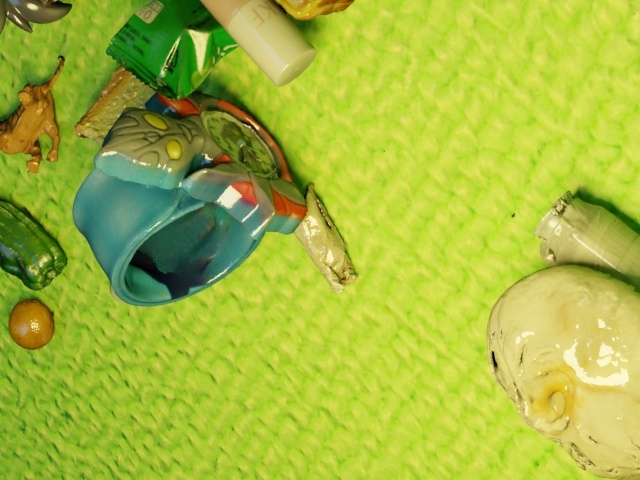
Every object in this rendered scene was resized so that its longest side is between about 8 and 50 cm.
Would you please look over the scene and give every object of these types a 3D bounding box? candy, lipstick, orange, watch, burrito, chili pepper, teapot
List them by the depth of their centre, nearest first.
[{"bbox_3d":[0.338,0.036,1.506,0.200,0.077,0.107,41,146,17],"label":"teapot"},{"bbox_3d":[-0.111,-0.307,1.633,0.254,0.070,0.070,49,128,10],"label":"lipstick"},{"bbox_3d":[-0.163,-0.275,1.686,0.141,0.203,0.078,44,164,8],"label":"candy"},{"bbox_3d":[-0.205,-0.039,1.705,0.274,0.305,0.241,-48,59,29],"label":"watch"},{"bbox_3d":[0.000,0.000,1.752,0.149,0.055,0.041,62,164,-2],"label":"burrito"},{"bbox_3d":[-0.514,-0.016,2.101,0.253,0.083,0.099,35,134,25],"label":"chili pepper"},{"bbox_3d":[-0.470,0.136,2.128,0.085,0.085,0.085,14,115,32],"label":"orange"}]

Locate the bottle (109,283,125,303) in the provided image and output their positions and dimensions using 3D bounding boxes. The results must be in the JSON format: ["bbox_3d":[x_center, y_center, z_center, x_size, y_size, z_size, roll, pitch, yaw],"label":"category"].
[{"bbox_3d":[-0.264,-0.006,1.926,0.072,0.072,0.201,28,122,25],"label":"bottle"}]

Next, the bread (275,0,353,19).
[{"bbox_3d":[0.004,-0.377,1.573,0.181,0.096,0.222,54,130,10],"label":"bread"}]

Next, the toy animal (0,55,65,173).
[{"bbox_3d":[-0.434,-0.195,1.975,0.255,0.114,0.116,-41,39,34],"label":"toy animal"}]

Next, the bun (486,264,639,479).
[{"bbox_3d":[0.303,0.164,1.484,0.287,0.146,0.287,36,151,23],"label":"bun"}]

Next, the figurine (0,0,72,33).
[{"bbox_3d":[-0.447,-0.400,1.847,0.197,0.175,0.265,-38,76,44],"label":"figurine"}]

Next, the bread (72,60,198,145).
[{"bbox_3d":[-0.256,-0.179,1.840,0.147,0.127,0.152,30,106,23],"label":"bread"}]
